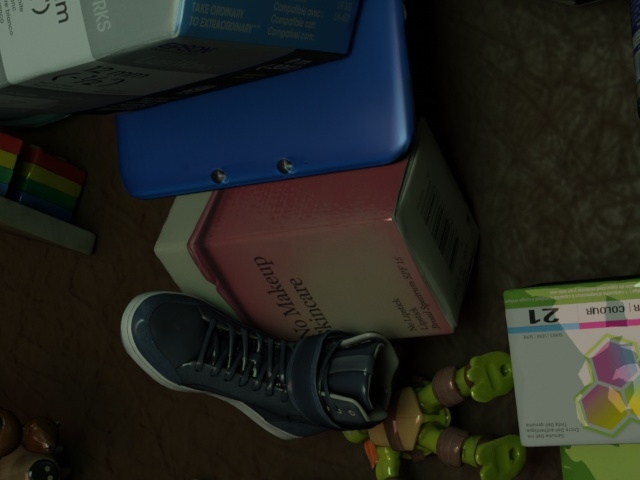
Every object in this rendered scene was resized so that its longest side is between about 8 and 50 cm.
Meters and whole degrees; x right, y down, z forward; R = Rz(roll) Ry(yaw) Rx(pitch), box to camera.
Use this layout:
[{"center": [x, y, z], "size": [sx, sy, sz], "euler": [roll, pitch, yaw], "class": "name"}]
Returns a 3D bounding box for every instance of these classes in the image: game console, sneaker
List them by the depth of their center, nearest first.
[{"center": [-0.039, 0.096, 1.098], "size": [0.163, 0.226, 0.086], "euler": [-13, 54, 48], "class": "sneaker"}, {"center": [-0.033, -0.182, 1.175], "size": [0.293, 0.250, 0.173], "euler": [-6, 118, 28], "class": "game console"}]

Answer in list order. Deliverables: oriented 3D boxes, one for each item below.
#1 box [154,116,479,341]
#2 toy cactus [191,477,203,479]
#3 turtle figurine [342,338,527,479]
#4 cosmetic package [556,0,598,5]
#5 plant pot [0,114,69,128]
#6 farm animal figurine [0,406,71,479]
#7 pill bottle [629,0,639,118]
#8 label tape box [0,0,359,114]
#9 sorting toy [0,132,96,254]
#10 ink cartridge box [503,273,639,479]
[{"center": [0.000, 0.000, 1.154], "size": [0.232, 0.126, 0.148], "euler": [-8, 133, 28], "class": "box"}, {"center": [-0.081, 0.305, 1.273], "size": [0.180, 0.112, 0.219], "euler": [41, 119, 30], "class": "toy cactus"}, {"center": [0.083, 0.171, 1.169], "size": [0.217, 0.087, 0.269], "euler": [-9, 71, 51], "class": "turtle figurine"}, {"center": [0.194, -0.342, 1.020], "size": [0.129, 0.153, 0.296], "euler": [13, 97, -3], "class": "cosmetic package"}, {"center": [-0.339, -0.262, 1.280], "size": [0.293, 0.196, 0.293], "euler": [0, 90, 15], "class": "plant pot"}, {"center": [-0.349, 0.284, 1.378], "size": [0.327, 0.172, 0.330], "euler": [7, 104, 39], "class": "farm animal figurine"}, {"center": [0.298, -0.197, 1.014], "size": [0.123, 0.123, 0.219], "euler": [-7, 77, 28], "class": "pill bottle"}, {"center": [-0.096, -0.177, 0.977], "size": [0.348, 0.249, 0.115], "euler": [-8, 90, 28], "class": "label tape box"}, {"center": [-0.386, -0.079, 1.326], "size": [0.257, 0.255, 0.089], "euler": [14, 83, 26], "class": "sorting toy"}, {"center": [0.265, 0.156, 1.076], "size": [0.189, 0.097, 0.255], "euler": [-7, 89, 28], "class": "ink cartridge box"}]
